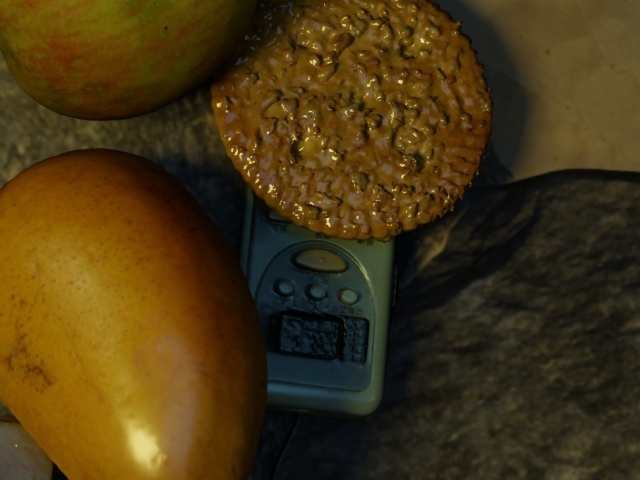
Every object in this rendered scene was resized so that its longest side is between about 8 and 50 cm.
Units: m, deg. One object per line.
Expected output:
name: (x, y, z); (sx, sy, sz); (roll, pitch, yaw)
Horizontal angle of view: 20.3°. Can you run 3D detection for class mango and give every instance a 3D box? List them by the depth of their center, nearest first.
mango: (-0.149, 0.079, 1.365); (0.201, 0.199, 0.350); (-2, 46, -30)

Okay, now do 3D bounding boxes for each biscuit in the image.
biscuit: (0.028, -0.120, 1.515); (0.254, 0.035, 0.254); (4, 71, -11)

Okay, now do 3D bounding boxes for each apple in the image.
apple: (-0.171, -0.225, 1.442); (0.226, 0.246, 0.246); (-29, 83, -2)

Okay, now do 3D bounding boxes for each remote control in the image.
remote control: (0.000, 0.000, 1.520); (0.140, 0.056, 0.296); (9, 74, -11)

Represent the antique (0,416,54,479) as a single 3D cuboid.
antique: (-0.261, 0.294, 1.376); (0.087, 0.093, 0.310); (6, 75, -10)
